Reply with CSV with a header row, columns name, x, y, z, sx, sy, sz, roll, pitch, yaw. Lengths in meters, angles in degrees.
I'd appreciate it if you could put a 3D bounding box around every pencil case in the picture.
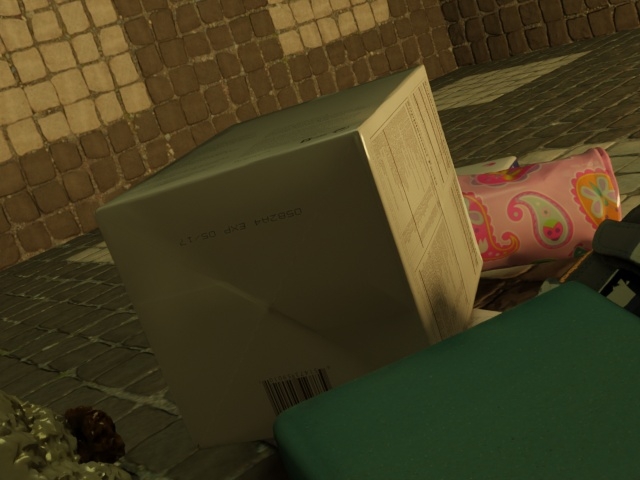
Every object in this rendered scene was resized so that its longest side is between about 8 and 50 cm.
name,x,y,z,sx,sy,sz,roll,pitch,yaw
pencil case,0.166,-0.016,0.864,0.284,0.124,0.124,-9,14,2

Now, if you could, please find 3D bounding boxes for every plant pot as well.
name,x,y,z,sx,sy,sz,roll,pitch,yaw
plant pot,0.111,0.148,0.303,0.166,0.165,0.234,-22,20,-12

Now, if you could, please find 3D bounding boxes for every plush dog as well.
name,x,y,z,sx,sy,sz,roll,pitch,yaw
plush dog,-0.284,0.186,0.671,0.263,0.210,0.225,-20,-13,-10

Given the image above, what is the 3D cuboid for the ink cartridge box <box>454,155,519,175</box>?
name,x,y,z,sx,sy,sz,roll,pitch,yaw
ink cartridge box,0.083,-0.013,1.140,0.330,0.071,0.324,-10,17,28

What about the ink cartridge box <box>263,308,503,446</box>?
name,x,y,z,sx,sy,sz,roll,pitch,yaw
ink cartridge box,0.049,0.115,0.699,0.186,0.065,0.311,-27,18,-29

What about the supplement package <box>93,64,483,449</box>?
name,x,y,z,sx,sy,sz,roll,pitch,yaw
supplement package,0.000,0.000,0.669,0.199,0.198,0.262,-14,15,21

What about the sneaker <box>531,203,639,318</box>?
name,x,y,z,sx,sy,sz,roll,pitch,yaw
sneaker,0.199,0.053,0.530,0.321,0.127,0.126,-29,62,-36
